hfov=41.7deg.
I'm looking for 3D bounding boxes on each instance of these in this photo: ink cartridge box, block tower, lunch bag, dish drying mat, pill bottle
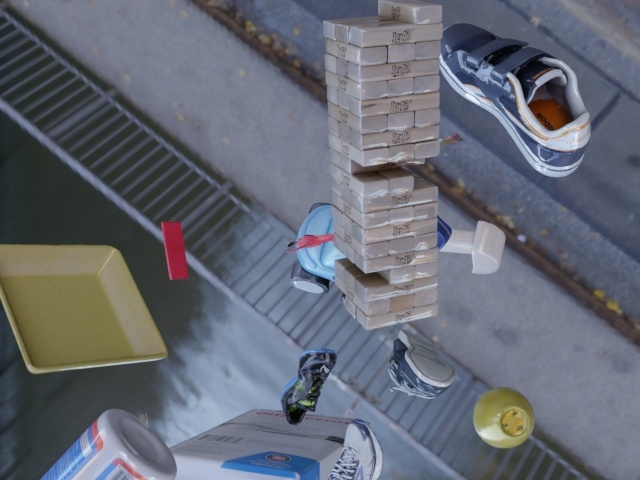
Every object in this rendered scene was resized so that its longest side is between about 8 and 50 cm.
[{"bbox_3d":[-0.094,0.458,1.645,0.285,0.395,0.166,2,92,22],"label":"ink cartridge box"},{"bbox_3d":[0.066,-0.078,0.889,0.091,0.097,0.335,-138,42,-59],"label":"block tower"},{"bbox_3d":[0.197,-0.021,1.605,0.098,0.065,0.067,45,121,3],"label":"lunch bag"},{"bbox_3d":[-0.206,0.014,1.192,0.008,0.032,0.083,-21,77,48],"label":"dish drying mat"},{"bbox_3d":[-0.295,0.328,1.048,0.124,0.221,0.124,44,-177,-3],"label":"pill bottle"}]

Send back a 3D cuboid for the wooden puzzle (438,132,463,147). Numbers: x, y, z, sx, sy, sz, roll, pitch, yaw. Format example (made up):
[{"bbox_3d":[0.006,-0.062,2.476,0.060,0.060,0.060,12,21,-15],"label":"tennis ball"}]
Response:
[{"bbox_3d":[0.256,-0.201,1.695,0.049,0.083,0.006,-22,80,20],"label":"wooden puzzle"}]

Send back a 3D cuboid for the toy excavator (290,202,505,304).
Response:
[{"bbox_3d":[0.169,0.022,2.023,0.433,0.222,0.445,19,160,-6],"label":"toy excavator"}]

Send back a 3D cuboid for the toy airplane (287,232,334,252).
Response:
[{"bbox_3d":[0.000,0.000,1.681,0.151,0.151,0.028,-2,97,45],"label":"toy airplane"}]

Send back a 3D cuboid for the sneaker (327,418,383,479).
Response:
[{"bbox_3d":[0.037,0.280,0.998,0.052,0.058,0.135,9,101,51],"label":"sneaker"}]

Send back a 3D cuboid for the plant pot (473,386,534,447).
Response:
[{"bbox_3d":[0.407,0.387,1.820,0.134,0.134,0.095,41,173,3],"label":"plant pot"}]

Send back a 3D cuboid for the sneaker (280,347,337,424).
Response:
[{"bbox_3d":[-0.017,0.254,1.465,0.067,0.078,0.188,10,131,-21],"label":"sneaker"}]

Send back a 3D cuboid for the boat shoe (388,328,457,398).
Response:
[{"bbox_3d":[0.161,0.220,1.422,0.095,0.079,0.254,23,-173,-11],"label":"boat shoe"}]

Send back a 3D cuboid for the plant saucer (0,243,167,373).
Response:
[{"bbox_3d":[-0.543,0.157,1.835,0.081,0.333,0.333,-51,57,30],"label":"plant saucer"}]

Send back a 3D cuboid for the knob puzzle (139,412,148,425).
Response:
[{"bbox_3d":[-0.248,0.347,1.283,0.213,0.030,0.213,170,90,-78],"label":"knob puzzle"}]

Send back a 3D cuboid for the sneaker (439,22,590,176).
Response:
[{"bbox_3d":[0.304,-0.253,1.308,0.321,0.126,0.127,51,162,22],"label":"sneaker"}]
